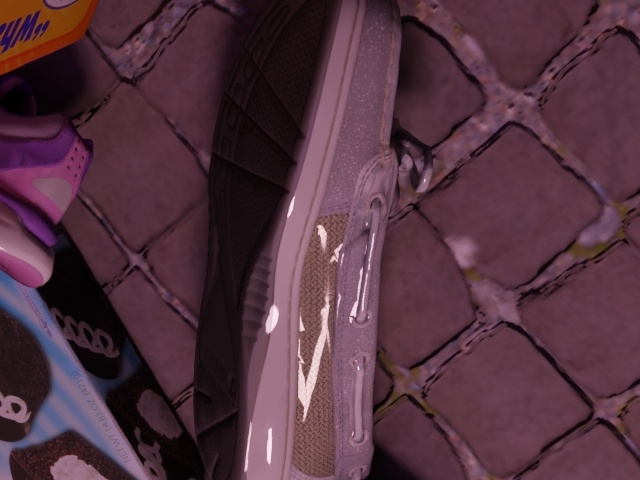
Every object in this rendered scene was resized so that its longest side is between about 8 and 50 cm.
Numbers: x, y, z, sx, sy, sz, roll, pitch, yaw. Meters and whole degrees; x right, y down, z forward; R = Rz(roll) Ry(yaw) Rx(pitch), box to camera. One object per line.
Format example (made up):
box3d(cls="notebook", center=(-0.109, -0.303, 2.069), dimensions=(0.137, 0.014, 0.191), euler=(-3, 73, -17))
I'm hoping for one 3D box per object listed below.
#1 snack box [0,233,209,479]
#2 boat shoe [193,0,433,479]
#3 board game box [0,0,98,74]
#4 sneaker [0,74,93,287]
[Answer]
box3d(cls="snack box", center=(-0.163, 0.175, 0.993), dimensions=(0.187, 0.060, 0.322), euler=(-26, 98, 30))
box3d(cls="boat shoe", center=(0.001, 0.002, 0.834), dimensions=(0.118, 0.103, 0.320), euler=(-134, 48, -57))
box3d(cls="board game box", center=(-0.277, -0.287, 0.688), dimensions=(0.356, 0.356, 0.356), euler=(33, 119, 9))
box3d(cls="sneaker", center=(-0.224, -0.062, 0.915), dimensions=(0.236, 0.095, 0.105), euler=(26, 78, 33))
